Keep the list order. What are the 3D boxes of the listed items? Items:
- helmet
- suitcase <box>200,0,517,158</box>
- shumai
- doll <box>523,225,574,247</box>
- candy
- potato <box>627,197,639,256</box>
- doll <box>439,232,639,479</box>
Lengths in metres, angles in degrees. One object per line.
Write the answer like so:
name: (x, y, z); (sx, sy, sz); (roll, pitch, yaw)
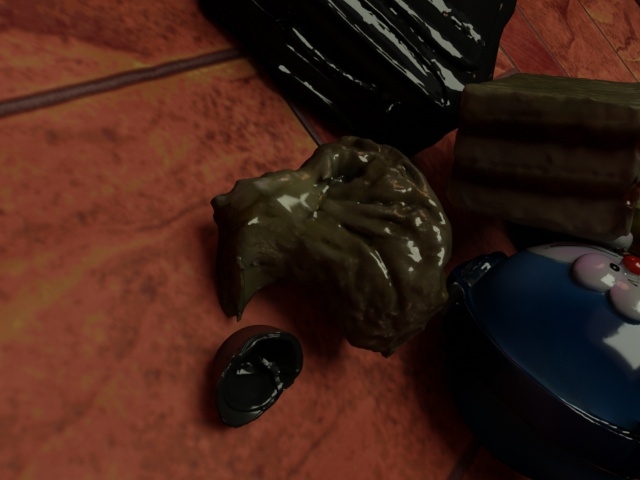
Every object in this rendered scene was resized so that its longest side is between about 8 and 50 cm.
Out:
helmet: (-0.059, 0.099, 0.497); (0.084, 0.049, 0.065); (-39, 128, -25)
suitcase: (0.058, -0.298, 0.769); (0.345, 0.188, 0.339); (36, 57, -21)
shumai: (0.000, 0.000, 0.545); (0.175, 0.166, 0.206); (3, 37, -32)
doll: (0.363, -0.018, 0.897); (0.177, 0.141, 0.314); (17, 56, -29)
candy: (0.270, -0.111, 0.715); (0.321, 0.179, 0.135); (-30, 129, -59)
potato: (0.536, -0.055, 1.057); (0.246, 0.196, 0.299); (50, 6, -35)
doll: (0.261, 0.109, 0.649); (0.284, 0.240, 0.310); (37, 25, 21)
